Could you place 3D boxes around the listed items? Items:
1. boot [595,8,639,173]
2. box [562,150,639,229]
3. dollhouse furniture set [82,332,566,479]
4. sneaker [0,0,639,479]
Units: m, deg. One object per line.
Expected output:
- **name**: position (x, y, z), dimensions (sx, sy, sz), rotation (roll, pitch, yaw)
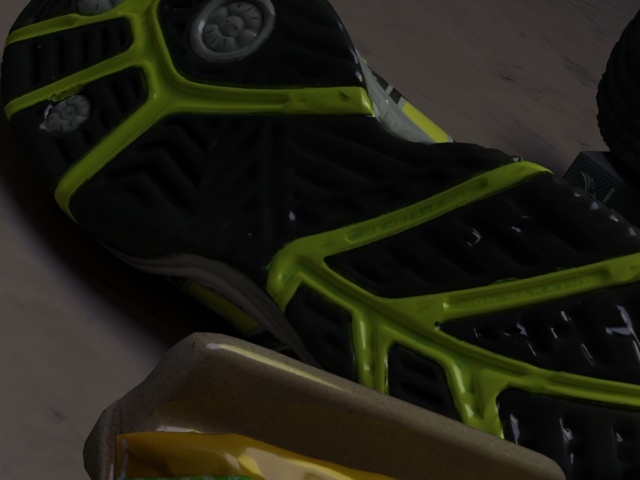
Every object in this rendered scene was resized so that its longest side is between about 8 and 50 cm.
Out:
- **boot**: position (0.304, -0.034, 1.088), dimensions (0.222, 0.118, 0.338), rotation (27, 33, -18)
- **box**: position (0.273, 0.013, 1.150), dimensions (0.183, 0.059, 0.232), rotation (42, 22, 24)
- **dollhouse furniture set**: position (0.102, 0.123, 0.408), dimensions (0.301, 0.151, 0.198), rotation (23, 43, -31)
- **sneaker**: position (0.000, 0.000, 0.716), dimensions (0.384, 0.145, 0.147), rotation (44, -8, 34)
